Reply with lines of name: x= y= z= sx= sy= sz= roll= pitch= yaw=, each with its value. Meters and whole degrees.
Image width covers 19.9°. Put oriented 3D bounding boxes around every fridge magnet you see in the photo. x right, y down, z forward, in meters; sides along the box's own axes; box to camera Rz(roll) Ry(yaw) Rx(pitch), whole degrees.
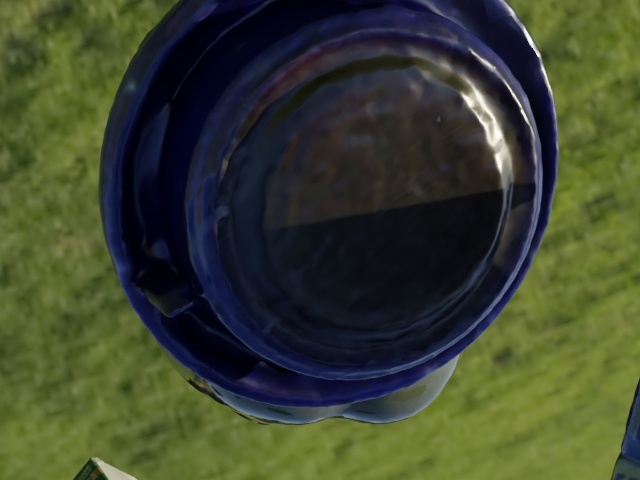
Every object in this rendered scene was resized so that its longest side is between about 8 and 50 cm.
fridge magnet: x=0.012 y=-0.033 z=0.984 sx=0.265 sy=0.265 sz=0.112 roll=-11 pitch=-159 yaw=-18

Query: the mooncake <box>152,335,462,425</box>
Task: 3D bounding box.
mooncake: x=0.000 y=0.000 z=1.237 sx=0.275 sy=0.275 sz=0.135 roll=-7 pitch=-175 yaw=-26

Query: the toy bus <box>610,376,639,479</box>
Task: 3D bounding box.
toy bus: x=0.233 y=0.074 z=0.862 sx=0.288 sy=0.138 sz=0.175 roll=-33 pitch=138 yaw=-62

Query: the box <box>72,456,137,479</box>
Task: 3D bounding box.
box: x=-0.247 y=0.346 z=1.903 sx=0.081 sy=0.135 sz=0.199 roll=33 pitch=97 yaw=-42
